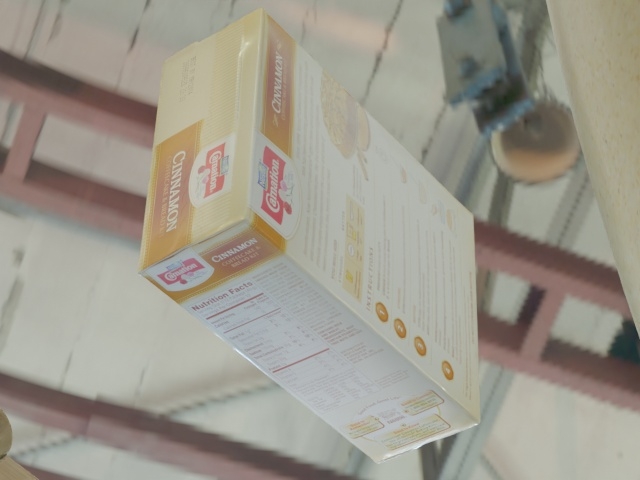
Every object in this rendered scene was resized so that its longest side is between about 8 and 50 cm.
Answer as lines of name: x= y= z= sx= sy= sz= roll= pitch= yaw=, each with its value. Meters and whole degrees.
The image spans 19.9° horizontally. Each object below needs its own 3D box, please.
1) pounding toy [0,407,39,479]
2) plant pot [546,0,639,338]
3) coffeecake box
pounding toy: x=-0.167 y=0.155 z=0.926 sx=0.181 sy=0.094 sz=0.206 roll=33 pitch=-53 yaw=22
plant pot: x=0.164 y=-0.041 z=0.436 sx=0.257 sy=0.274 sz=0.256 roll=5 pitch=-29 yaw=3
coffeecake box: x=0.000 y=0.000 z=0.904 sx=0.068 sy=0.142 sz=0.185 roll=-26 pitch=-49 yaw=28
